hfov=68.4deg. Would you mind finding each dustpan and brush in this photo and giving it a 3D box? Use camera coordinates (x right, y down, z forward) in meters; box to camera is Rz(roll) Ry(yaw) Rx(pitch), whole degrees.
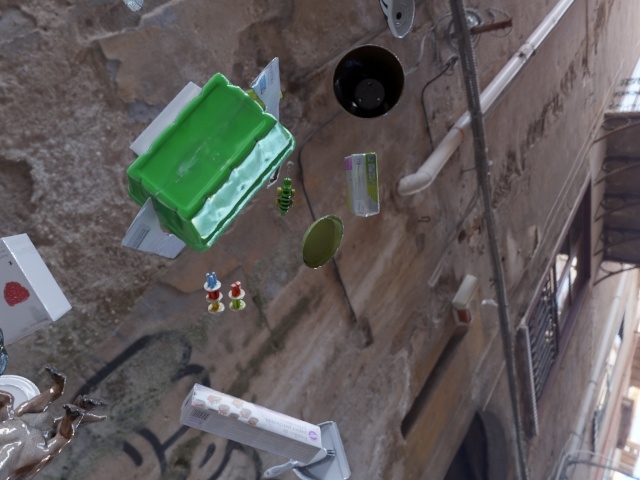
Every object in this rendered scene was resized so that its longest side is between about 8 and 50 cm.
[{"bbox_3d":[-0.044,0.572,1.218,0.060,0.211,0.147,44,22,-55],"label":"dustpan and brush"}]

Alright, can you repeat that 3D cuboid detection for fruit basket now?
[{"bbox_3d":[-0.181,-0.113,0.782,0.165,0.327,0.353,40,-7,-6],"label":"fruit basket"}]

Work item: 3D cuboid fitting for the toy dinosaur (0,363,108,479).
[{"bbox_3d":[-0.397,0.280,0.604,0.127,0.200,0.295,28,-10,1],"label":"toy dinosaur"}]

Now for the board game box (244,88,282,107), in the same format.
[{"bbox_3d":[-0.193,-0.337,1.155,0.181,0.092,0.043,-12,-67,20],"label":"board game box"}]

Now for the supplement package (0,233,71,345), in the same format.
[{"bbox_3d":[-0.963,0.150,1.479,0.292,0.178,0.175,63,-7,-10],"label":"supplement package"}]

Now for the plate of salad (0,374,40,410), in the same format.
[{"bbox_3d":[-0.862,0.462,1.265,0.200,0.200,0.048,37,-41,8],"label":"plate of salad"}]

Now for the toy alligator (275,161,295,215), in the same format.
[{"bbox_3d":[-0.109,-0.154,1.500,0.056,0.051,0.189,6,-60,-10],"label":"toy alligator"}]

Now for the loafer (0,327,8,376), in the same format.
[{"bbox_3d":[-0.665,0.228,0.941,0.050,0.056,0.148,16,-65,-5],"label":"loafer"}]

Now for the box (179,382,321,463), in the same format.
[{"bbox_3d":[-0.149,0.412,1.051,0.324,0.063,0.067,26,-67,-20],"label":"box"}]

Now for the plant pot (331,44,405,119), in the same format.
[{"bbox_3d":[0.153,-0.482,1.499,0.215,0.215,0.230,43,10,-2],"label":"plant pot"}]

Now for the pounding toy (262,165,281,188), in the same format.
[{"bbox_3d":[-0.212,-0.271,1.782,0.100,0.141,0.130,22,-63,6],"label":"pounding toy"}]

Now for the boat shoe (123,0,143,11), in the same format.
[{"bbox_3d":[-0.319,-0.460,0.777,0.079,0.081,0.227,60,-6,-3],"label":"boat shoe"}]

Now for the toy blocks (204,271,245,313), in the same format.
[{"bbox_3d":[-0.306,0.161,1.508,0.054,0.123,0.148,-110,-163,-52],"label":"toy blocks"}]

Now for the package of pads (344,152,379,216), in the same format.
[{"bbox_3d":[0.153,-0.213,1.806,0.296,0.101,0.229,-102,-173,-82],"label":"package of pads"}]

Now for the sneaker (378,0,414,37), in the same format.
[{"bbox_3d":[0.167,-0.640,1.207,0.121,0.079,0.216,45,-16,45],"label":"sneaker"}]

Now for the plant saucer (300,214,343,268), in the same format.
[{"bbox_3d":[0.000,0.000,1.919,0.037,0.241,0.241,30,-34,34],"label":"plant saucer"}]
